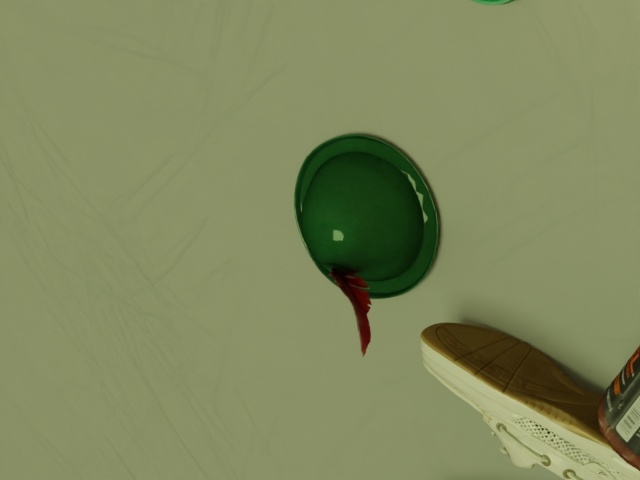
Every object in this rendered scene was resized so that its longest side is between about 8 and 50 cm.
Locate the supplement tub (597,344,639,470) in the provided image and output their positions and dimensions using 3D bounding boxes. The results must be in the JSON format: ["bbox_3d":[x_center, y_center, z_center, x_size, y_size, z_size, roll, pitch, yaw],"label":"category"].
[{"bbox_3d":[0.323,0.105,1.295,0.106,0.106,0.198,43,128,20],"label":"supplement tub"}]

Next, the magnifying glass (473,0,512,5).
[{"bbox_3d":[0.104,-0.301,1.382,0.231,0.026,0.092,46,130,18],"label":"magnifying glass"}]

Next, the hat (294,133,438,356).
[{"bbox_3d":[0.000,0.000,1.476,0.208,0.183,0.173,-3,104,41],"label":"hat"}]

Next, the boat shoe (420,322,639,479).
[{"bbox_3d":[0.201,0.173,1.429,0.277,0.098,0.096,31,123,27],"label":"boat shoe"}]
